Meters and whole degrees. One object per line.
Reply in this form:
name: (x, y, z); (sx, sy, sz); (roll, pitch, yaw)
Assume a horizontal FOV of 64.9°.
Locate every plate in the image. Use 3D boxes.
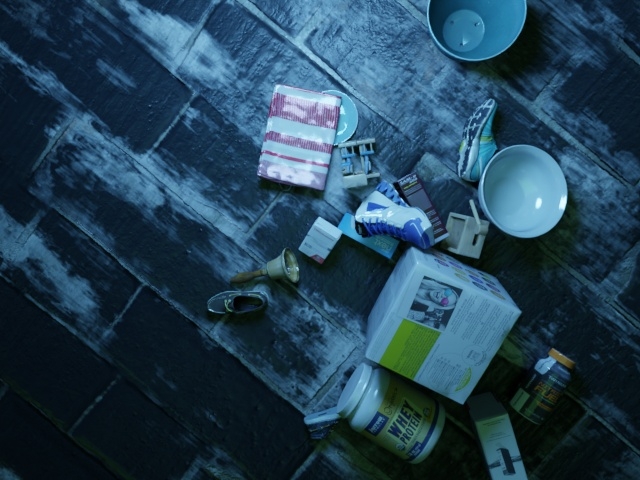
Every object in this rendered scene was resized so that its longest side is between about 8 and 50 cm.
plate: (0.036, -0.421, 1.737); (0.188, 0.024, 0.188); (0, 95, 5)

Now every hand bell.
hand bell: (-0.211, 0.115, 1.777); (0.242, 0.126, 0.126); (-15, 94, 17)

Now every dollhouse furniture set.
dollhouse furniture set: (0.131, -0.259, 1.655); (0.129, 0.183, 0.129); (-9, 106, 4)

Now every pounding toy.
pounding toy: (0.501, -0.037, 1.643); (0.094, 0.206, 0.180); (13, 96, -16)

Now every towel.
towel: (-0.071, -0.350, 1.709); (0.237, 0.037, 0.328); (11, 94, -3)

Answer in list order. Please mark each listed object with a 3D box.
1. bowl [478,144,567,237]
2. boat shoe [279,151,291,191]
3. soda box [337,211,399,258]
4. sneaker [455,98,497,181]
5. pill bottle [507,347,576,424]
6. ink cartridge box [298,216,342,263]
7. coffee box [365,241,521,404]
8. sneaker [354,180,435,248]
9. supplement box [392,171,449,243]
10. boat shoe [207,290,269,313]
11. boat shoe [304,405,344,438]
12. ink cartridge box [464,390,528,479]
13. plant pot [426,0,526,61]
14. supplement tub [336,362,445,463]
bowl: (0.634, -0.152, 1.648); (0.298, 0.134, 0.297); (1, 87, -10)
boat shoe: (-0.125, -0.243, 1.756); (0.049, 0.040, 0.142); (-1, 95, 4)
soda box: (0.165, -0.020, 1.743); (0.210, 0.067, 0.071); (28, 97, 0)
sneaker: (0.537, -0.333, 1.687); (0.110, 0.107, 0.275); (11, 101, -16)
pill bottle: (0.761, 0.489, 1.717); (0.131, 0.130, 0.245); (32, 96, 1)
ink cartridge box: (0.000, 0.000, 1.731); (0.099, 0.056, 0.135); (33, 130, 0)
coffee box: (0.366, 0.238, 1.596); (0.335, 0.337, 0.338); (26, 105, 1)
sneaker: (0.215, -0.052, 1.626); (0.182, 0.315, 0.127); (-32, 134, -8)
supplement box: (0.335, -0.107, 1.691); (0.073, 0.130, 0.239); (-29, 93, 3)
boat shoe: (-0.302, 0.222, 1.797); (0.228, 0.068, 0.081); (-9, 94, 5)
boat shoe: (0.037, 0.659, 1.821); (0.184, 0.065, 0.083); (-17, 96, 11)
ink cartridge box: (0.594, 0.686, 1.713); (0.114, 0.197, 0.272); (-17, 94, 5)
plant pot: (0.472, -0.694, 1.594); (0.291, 0.195, 0.290); (0, 96, 4)
supplement tub: (0.235, 0.581, 1.714); (0.316, 0.228, 0.228); (30, 97, 1)
